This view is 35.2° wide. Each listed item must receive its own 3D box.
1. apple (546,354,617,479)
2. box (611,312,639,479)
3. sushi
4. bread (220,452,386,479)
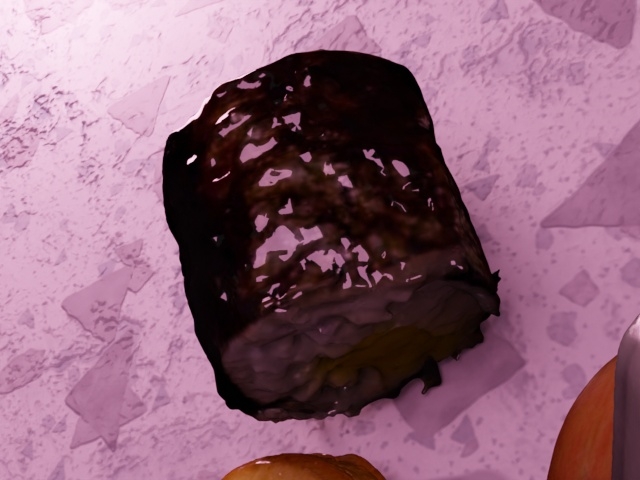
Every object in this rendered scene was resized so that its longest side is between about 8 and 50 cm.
[{"bbox_3d":[0.295,0.187,0.763,0.242,0.242,0.241,9,58,33],"label":"apple"},{"bbox_3d":[0.368,0.212,0.572,0.396,0.111,0.396,-2,107,3],"label":"box"},{"bbox_3d":[0.000,0.001,0.984,0.299,0.281,0.294,-25,61,9],"label":"sushi"},{"bbox_3d":[-0.023,0.317,0.920,0.268,0.146,0.268,-16,58,27],"label":"bread"}]
